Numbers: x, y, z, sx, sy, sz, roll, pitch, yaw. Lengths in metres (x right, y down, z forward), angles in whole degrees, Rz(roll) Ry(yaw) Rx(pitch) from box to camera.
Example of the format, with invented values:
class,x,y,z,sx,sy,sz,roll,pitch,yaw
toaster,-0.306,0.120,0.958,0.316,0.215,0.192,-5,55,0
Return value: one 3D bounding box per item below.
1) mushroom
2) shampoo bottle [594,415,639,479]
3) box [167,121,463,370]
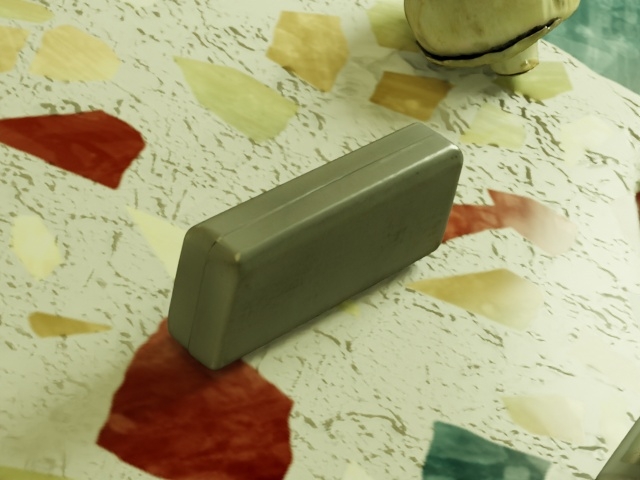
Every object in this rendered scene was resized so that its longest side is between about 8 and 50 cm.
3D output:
class,x,y,z,sx,sy,sz,roll,pitch,yaw
mushroom,0.146,-0.197,1.664,0.154,0.122,0.154,-18,23,8
shampoo bottle,0.266,0.132,1.369,0.086,0.056,0.227,29,40,17
box,0.000,0.000,1.374,0.055,0.103,0.244,36,41,28
